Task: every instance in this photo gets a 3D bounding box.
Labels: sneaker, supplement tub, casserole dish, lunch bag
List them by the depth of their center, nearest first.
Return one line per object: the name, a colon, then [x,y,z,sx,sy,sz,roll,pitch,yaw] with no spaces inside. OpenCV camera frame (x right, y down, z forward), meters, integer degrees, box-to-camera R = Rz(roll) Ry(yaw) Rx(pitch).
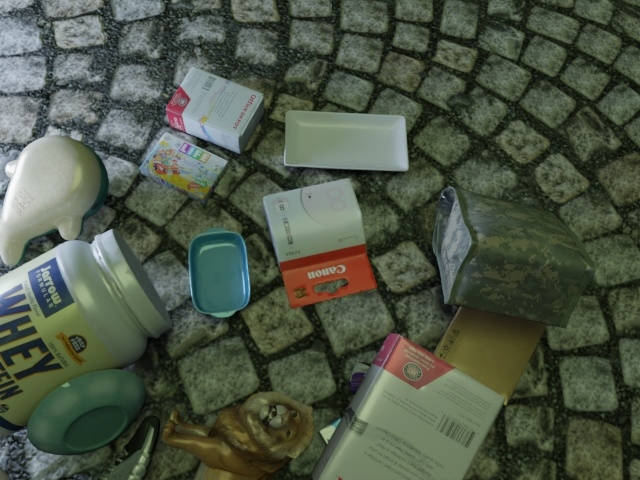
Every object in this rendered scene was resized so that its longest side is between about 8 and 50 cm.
sneaker: [-0.357,0.387,1.017,0.132,0.086,0.229,20,73,-6]
supplement tub: [-0.441,0.145,1.039,0.324,0.235,0.236,-31,72,-10]
sneaker: [0.135,0.281,1.145,0.169,0.068,0.071,19,87,7]
lunch bag: [0.353,0.012,1.207,0.235,0.169,0.287,12,32,-3]
casserole dish: [-0.197,0.066,1.218,0.114,0.037,0.189,-6,68,-8]

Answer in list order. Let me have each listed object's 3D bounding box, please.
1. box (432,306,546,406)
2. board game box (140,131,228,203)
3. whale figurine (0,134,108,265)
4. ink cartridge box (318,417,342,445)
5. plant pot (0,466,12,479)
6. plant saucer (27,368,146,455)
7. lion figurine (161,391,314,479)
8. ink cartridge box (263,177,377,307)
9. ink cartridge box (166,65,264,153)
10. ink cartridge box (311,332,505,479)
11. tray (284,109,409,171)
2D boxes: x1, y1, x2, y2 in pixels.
box: [0.331,0.195,1.212,0.164,0.021,0.201,32,67,9]
board game box: [-0.287,-0.154,1.313,0.154,0.026,0.104,25,66,7]
whale figurine: [-0.532,-0.074,1.219,0.216,0.141,0.272,42,94,14]
ink cartridge box: [0.039,0.366,1.108,0.048,0.028,0.083,-29,72,-15]
plant pot: [-0.517,0.476,0.918,0.256,0.257,0.274,-27,54,-15]
plant saucer: [-0.372,0.294,1.016,0.194,0.195,0.037,-29,50,-16]
lion figurine: [-0.173,0.426,1.024,0.240,0.142,0.393,21,80,-6]
ink cartridge box: [0.000,0.000,1.254,0.188,0.066,0.233,-13,64,-10]
ink cartridge box: [-0.225,-0.282,1.349,0.175,0.072,0.128,23,66,5]
ink cartridge box: [0.139,0.328,1.038,0.207,0.117,0.283,31,82,0]
tray: [0.056,-0.214,1.366,0.270,0.030,0.145,2,67,-4]
